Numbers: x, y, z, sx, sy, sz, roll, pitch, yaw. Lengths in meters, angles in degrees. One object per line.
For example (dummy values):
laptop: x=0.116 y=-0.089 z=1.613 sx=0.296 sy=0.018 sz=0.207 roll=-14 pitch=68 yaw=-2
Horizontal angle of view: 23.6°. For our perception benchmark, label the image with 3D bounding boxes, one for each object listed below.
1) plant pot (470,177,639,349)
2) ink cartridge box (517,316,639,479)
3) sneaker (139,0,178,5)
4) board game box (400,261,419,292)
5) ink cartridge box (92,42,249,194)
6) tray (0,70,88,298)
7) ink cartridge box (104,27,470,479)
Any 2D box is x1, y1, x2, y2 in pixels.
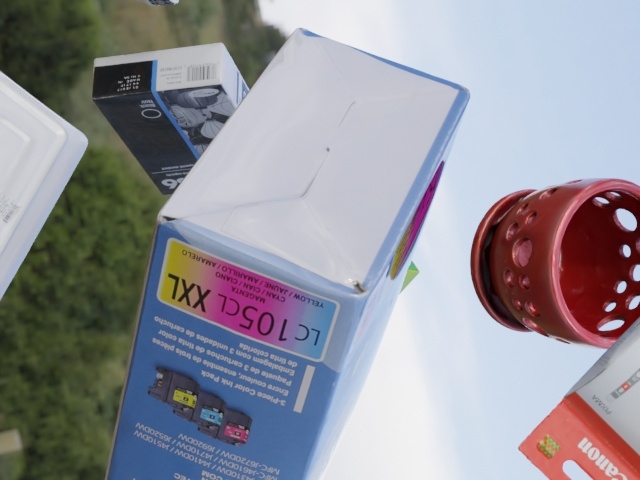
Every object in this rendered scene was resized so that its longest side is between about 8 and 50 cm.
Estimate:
plant pot: x=0.280 y=0.022 z=1.742 sx=0.174 sy=0.191 sz=0.191 roll=7 pitch=-69 yaw=58
ink cartridge box: x=0.287 y=0.168 z=1.353 sx=0.145 sy=0.179 sz=0.045 roll=45 pitch=-5 yaw=-9
sneaker: x=-0.139 y=-0.362 z=1.724 sx=0.095 sy=0.235 sz=0.090 roll=21 pitch=-13 yaw=41
board game box: x=0.000 y=0.000 z=1.385 sx=0.043 sy=0.181 sz=0.092 roll=-49 pitch=-125 yaw=25
ink cartridge box: x=-0.153 y=-0.133 z=1.926 sx=0.332 sy=0.165 sz=0.065 roll=57 pitch=29 yaw=-63
tray: x=-0.295 y=-0.039 z=1.278 sx=0.030 sy=0.145 sz=0.270 roll=-29 pitch=-150 yaw=45
ink cartridge box: x=-0.038 y=0.079 z=1.154 sx=0.270 sy=0.151 sz=0.395 roll=-60 pitch=171 yaw=-49
